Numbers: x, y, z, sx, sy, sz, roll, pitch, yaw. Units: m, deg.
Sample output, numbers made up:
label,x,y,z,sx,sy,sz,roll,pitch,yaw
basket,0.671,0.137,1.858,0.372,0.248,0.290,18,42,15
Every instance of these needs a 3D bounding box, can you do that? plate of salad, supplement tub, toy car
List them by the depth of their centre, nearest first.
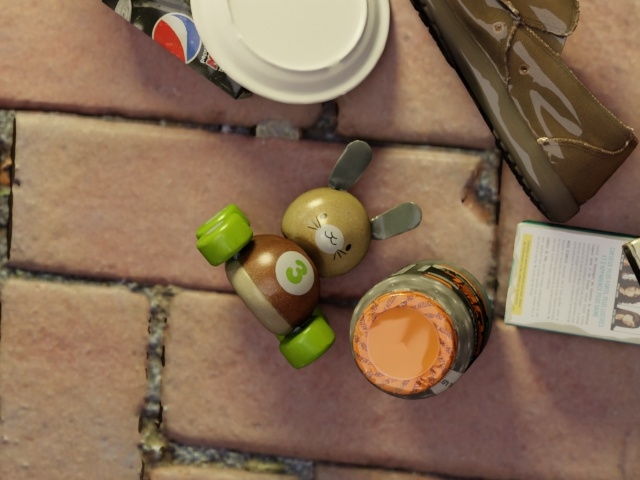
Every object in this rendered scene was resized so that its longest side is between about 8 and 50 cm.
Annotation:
label,x,y,z,sx,sy,sz,roll,pitch,yaw
supplement tub,0.093,0.083,1.722,0.117,0.190,0.117,1,96,12
plate of salad,-0.030,-0.223,1.765,0.200,0.048,0.199,4,77,-18
toy car,0.000,0.000,1.770,0.188,0.149,0.155,-38,99,1

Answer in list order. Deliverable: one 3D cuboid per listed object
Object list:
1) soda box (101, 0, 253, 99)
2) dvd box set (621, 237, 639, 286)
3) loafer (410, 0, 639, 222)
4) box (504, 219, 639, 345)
label,x,y,z,sx,sy,sz,roll,pitch,yaw
soda box,-0.128,-0.207,1.809,0.169,0.060,0.053,36,103,6
dvd box set,0.524,0.050,1.649,0.420,0.062,0.307,-26,89,2
loafer,0.176,-0.199,1.723,0.130,0.134,0.366,-30,93,3
box,0.302,0.046,1.740,0.244,0.060,0.100,9,96,11
